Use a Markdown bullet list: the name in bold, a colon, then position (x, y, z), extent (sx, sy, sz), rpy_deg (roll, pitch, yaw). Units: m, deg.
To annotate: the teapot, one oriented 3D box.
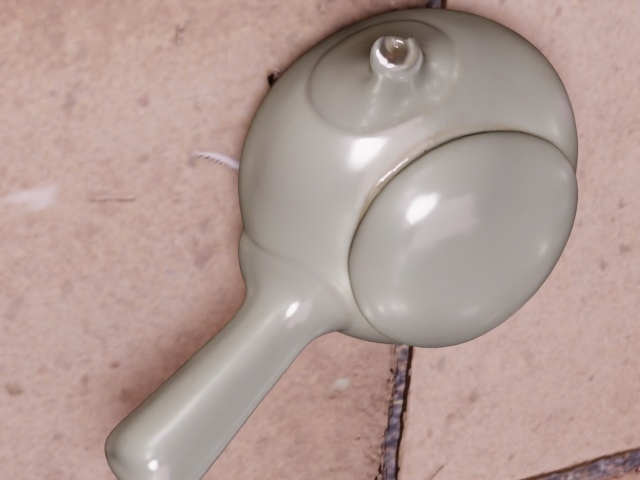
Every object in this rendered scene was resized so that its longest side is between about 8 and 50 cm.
- **teapot**: position (0.024, 0.017, 1.072), extent (0.220, 0.149, 0.318), rpy_deg (21, 109, -37)
